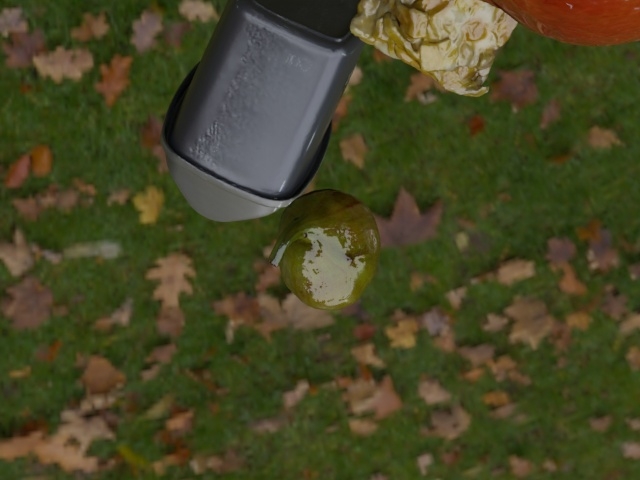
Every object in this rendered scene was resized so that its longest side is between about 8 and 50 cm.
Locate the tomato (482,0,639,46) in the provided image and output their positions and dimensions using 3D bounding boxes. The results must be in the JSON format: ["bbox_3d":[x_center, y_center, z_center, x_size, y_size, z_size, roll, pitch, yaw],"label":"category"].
[{"bbox_3d":[0.137,-0.281,0.721,0.272,0.341,0.341,-30,135,-2],"label":"tomato"}]

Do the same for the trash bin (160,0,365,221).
[{"bbox_3d":[-0.057,-0.172,1.530,0.182,0.209,0.290,26,134,-2],"label":"trash bin"}]

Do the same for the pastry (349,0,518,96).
[{"bbox_3d":[0.133,-0.248,1.131,0.154,0.102,0.250,28,103,-19],"label":"pastry"}]

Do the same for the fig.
[{"bbox_3d":[0.000,0.000,0.998,0.084,0.082,0.098,-52,153,-6],"label":"fig"}]
